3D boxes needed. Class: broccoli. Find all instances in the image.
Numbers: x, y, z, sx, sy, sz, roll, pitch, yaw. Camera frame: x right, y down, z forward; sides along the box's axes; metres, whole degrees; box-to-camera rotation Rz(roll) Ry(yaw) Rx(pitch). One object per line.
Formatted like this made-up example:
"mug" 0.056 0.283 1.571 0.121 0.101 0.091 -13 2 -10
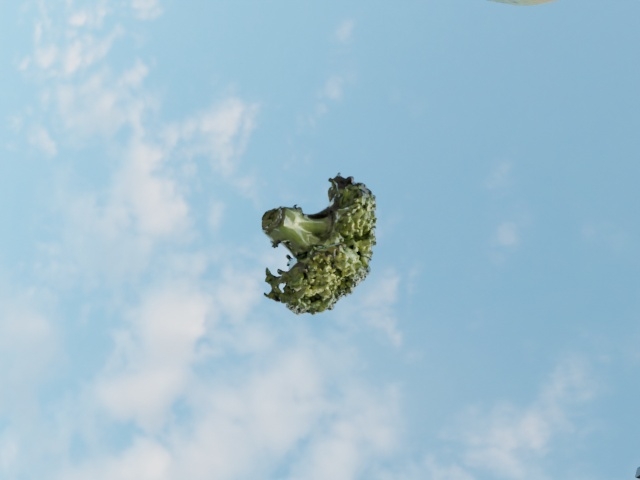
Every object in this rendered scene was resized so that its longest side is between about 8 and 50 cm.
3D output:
"broccoli" 0.000 0.000 0.585 0.097 0.092 0.095 -46 -156 25

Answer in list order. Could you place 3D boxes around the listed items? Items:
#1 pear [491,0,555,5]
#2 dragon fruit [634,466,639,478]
"pear" 0.220 -0.426 0.788 0.391 0.391 0.390 -4 -98 29
"dragon fruit" 0.284 0.273 0.512 0.224 0.148 0.218 37 -74 29
